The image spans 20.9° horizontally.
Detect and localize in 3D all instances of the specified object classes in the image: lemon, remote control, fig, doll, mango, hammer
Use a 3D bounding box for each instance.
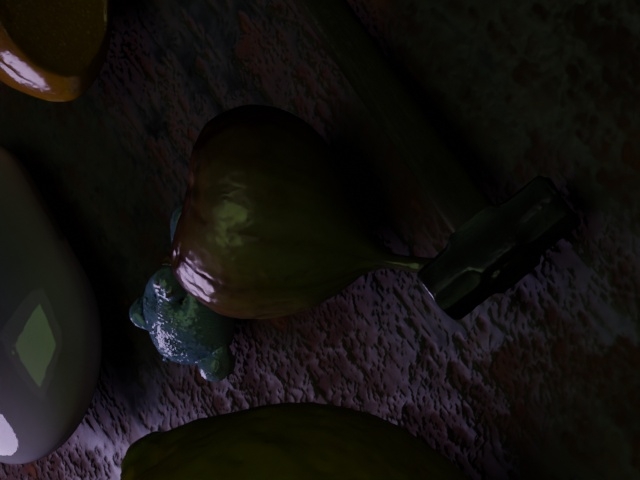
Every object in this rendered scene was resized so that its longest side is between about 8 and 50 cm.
[{"bbox_3d":[-0.005,0.272,1.176,0.336,0.336,0.336,3,94,47],"label":"lemon"},{"bbox_3d":[-0.307,0.054,1.623,0.221,0.103,0.332,-51,57,29],"label":"remote control"},{"bbox_3d":[-0.015,-0.004,1.279,0.231,0.143,0.160,29,103,44],"label":"fig"},{"bbox_3d":[-0.099,0.021,1.421,0.120,0.075,0.179,33,116,37],"label":"doll"},{"bbox_3d":[-0.281,-0.277,1.535,0.201,0.199,0.350,-27,81,5],"label":"mango"},{"bbox_3d":[0.050,-0.107,1.266,0.111,0.043,0.365,-39,55,10],"label":"hammer"}]
